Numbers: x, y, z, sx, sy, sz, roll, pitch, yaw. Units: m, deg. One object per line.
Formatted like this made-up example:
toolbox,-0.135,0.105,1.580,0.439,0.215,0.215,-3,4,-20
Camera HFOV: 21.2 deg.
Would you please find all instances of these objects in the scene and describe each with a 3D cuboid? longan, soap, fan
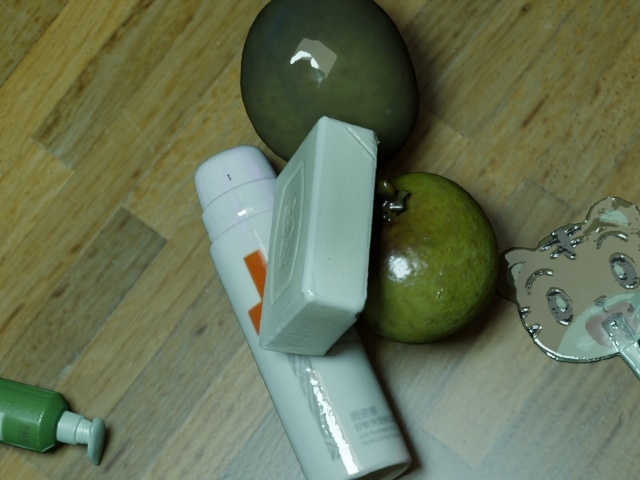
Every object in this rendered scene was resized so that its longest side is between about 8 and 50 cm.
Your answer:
longan,0.007,-0.152,1.593,0.189,0.189,0.189,-3,75,11
longan,0.084,0.011,1.529,0.145,0.176,0.155,-32,42,4
soap,0.000,0.000,1.487,0.063,0.121,0.183,14,59,-16
fan,0.267,0.078,1.557,0.152,0.008,0.227,-30,70,2

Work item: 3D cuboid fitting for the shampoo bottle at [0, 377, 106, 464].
shampoo bottle,-0.301,0.164,1.627,0.204,0.065,0.065,12,78,14

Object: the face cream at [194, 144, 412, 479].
face cream,-0.026,0.067,1.573,0.102,0.102,0.346,-26,73,4
